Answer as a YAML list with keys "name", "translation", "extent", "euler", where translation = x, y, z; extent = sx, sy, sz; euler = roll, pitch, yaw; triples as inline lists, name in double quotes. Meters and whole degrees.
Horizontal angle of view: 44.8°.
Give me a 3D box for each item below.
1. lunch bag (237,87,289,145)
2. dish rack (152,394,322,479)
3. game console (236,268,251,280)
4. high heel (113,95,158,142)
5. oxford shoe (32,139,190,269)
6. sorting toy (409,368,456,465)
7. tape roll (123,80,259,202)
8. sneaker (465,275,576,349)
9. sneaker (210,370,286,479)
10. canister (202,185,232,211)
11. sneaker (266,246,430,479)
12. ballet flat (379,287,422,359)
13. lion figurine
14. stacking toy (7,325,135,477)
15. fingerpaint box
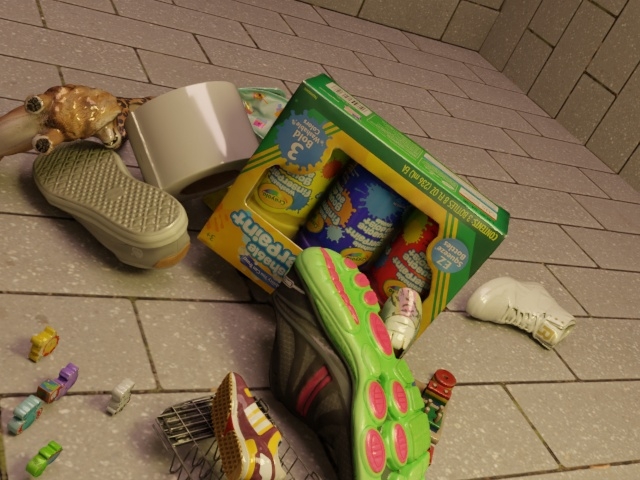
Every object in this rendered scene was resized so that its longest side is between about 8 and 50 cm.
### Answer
- name: "lunch bag"
  translation: [-0.112, -0.242, 1.854]
  extent: [0.262, 0.223, 0.160]
  euler: [31, 70, 5]
- name: "dish rack"
  translation: [-0.116, 0.336, 1.115]
  extent: [0.208, 0.074, 0.271]
  euler: [-2, 38, -42]
- name: "game console"
  translation: [0.000, 0.000, 1.646]
  extent: [0.293, 0.250, 0.173]
  euler: [23, 3, -7]
- name: "high heel"
  translation: [-0.412, -0.285, 1.834]
  extent: [0.186, 0.093, 0.261]
  euler: [5, 27, -23]
- name: "oxford shoe"
  translation: [-0.407, -0.070, 1.487]
  extent: [0.449, 0.130, 0.169]
  euler: [31, 57, 35]
- name: "sorting toy"
  translation: [0.175, 0.295, 1.429]
  extent: [0.132, 0.046, 0.274]
  euler: [29, 30, 4]
- name: "tape roll"
  translation: [-0.253, -0.192, 1.568]
  extent: [0.246, 0.246, 0.169]
  euler: [-17, 83, -50]
- name: "sneaker"
  translation: [0.481, 0.173, 1.800]
  extent: [0.293, 0.108, 0.169]
  euler: [0, 36, -40]
- name: "sneaker"
  translation: [-0.101, 0.269, 1.105]
  extent: [0.084, 0.069, 0.185]
  euler: [19, 33, -28]
- name: "canister"
  translation: [-0.167, -0.102, 1.763]
  extent: [0.126, 0.073, 0.170]
  euler: [42, 31, 24]
- name: "sneaker"
  translation: [0.032, 0.246, 1.280]
  extent: [0.185, 0.202, 0.482]
  euler: [17, 45, -42]
- name: "ballet flat"
  translation: [0.120, 0.190, 1.370]
  extent: [0.077, 0.221, 0.079]
  euler: [24, 21, 0]
- name: "lion figurine"
  translation: [-0.572, -0.194, 1.450]
  extent: [0.393, 0.142, 0.240]
  euler: [-14, 15, 0]
- name: "stacking toy"
  translation: [-0.393, 0.225, 1.098]
  extent: [0.167, 0.052, 0.221]
  euler: [30, 32, 10]
- name: "fingerpaint box"
  translation: [0.059, -0.026, 1.445]
  extent: [0.445, 0.371, 0.163]
  euler: [38, 23, 2]
